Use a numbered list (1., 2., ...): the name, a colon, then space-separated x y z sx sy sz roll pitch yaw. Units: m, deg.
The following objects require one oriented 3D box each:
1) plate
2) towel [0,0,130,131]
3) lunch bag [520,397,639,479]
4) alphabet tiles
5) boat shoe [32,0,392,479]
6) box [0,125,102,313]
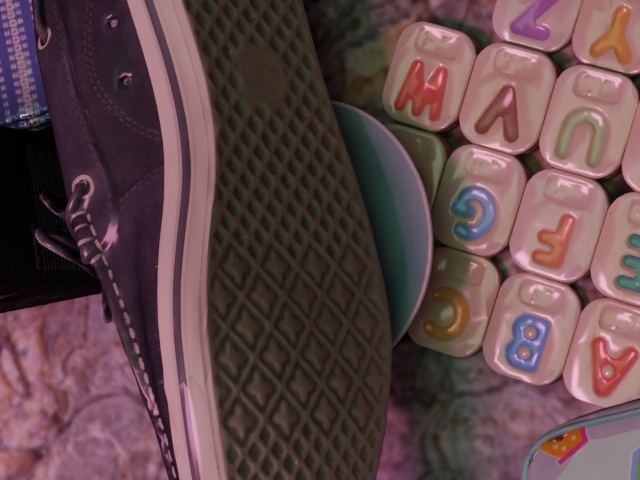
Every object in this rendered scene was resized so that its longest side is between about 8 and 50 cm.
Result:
1. plate: 0.000 0.000 1.258 0.188 0.024 0.188 0 90 36
2. towel: -0.280 -0.175 1.371 0.336 0.040 0.243 -16 80 12
3. lunch bag: 0.256 0.221 1.116 0.224 0.108 0.279 -18 83 15
4. alphabet tiles: 0.164 -0.043 1.211 0.284 0.021 0.278 18 95 21
5. boat shoe: -0.080 -0.017 1.196 0.156 0.187 0.500 -24 72 38
6. box: -0.242 -0.008 1.270 0.153 0.207 0.108 -11 84 21
